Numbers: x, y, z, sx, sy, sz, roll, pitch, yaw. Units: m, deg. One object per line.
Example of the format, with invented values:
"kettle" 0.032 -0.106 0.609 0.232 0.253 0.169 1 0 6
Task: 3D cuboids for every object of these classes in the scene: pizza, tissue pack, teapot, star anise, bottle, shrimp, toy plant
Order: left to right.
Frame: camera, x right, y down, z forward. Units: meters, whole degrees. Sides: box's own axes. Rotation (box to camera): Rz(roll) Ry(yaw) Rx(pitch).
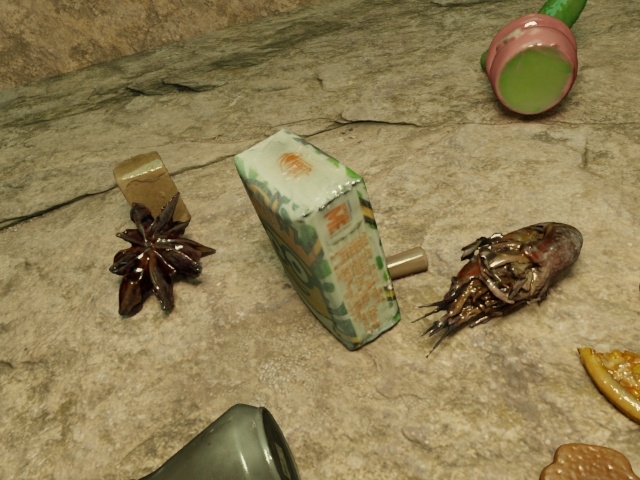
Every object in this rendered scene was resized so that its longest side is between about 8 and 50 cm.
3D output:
"star anise" -0.334 0.030 1.023 0.213 0.129 0.282 -28 51 -7
"teapot" -0.139 0.328 0.601 0.225 0.171 0.203 -26 43 -3
"tissue pack" 0.000 0.000 0.809 0.128 0.310 0.228 -34 43 -14
"bottle" 0.146 0.045 0.921 0.097 0.045 0.045 -17 41 -1
"shrimp" 0.288 0.067 0.803 0.343 0.116 0.145 -31 29 -18
"toy plant" 0.546 -0.475 1.247 0.317 0.210 0.356 -38 12 38
"pizza" 0.448 0.191 0.672 0.131 0.041 0.178 -20 41 -9

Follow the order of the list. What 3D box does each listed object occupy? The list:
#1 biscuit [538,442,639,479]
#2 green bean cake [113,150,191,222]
"biscuit" 0.301 0.362 0.521 0.186 0.044 0.295 6 46 17
"green bean cake" -0.381 -0.105 1.140 0.109 0.179 0.085 -28 43 -11
